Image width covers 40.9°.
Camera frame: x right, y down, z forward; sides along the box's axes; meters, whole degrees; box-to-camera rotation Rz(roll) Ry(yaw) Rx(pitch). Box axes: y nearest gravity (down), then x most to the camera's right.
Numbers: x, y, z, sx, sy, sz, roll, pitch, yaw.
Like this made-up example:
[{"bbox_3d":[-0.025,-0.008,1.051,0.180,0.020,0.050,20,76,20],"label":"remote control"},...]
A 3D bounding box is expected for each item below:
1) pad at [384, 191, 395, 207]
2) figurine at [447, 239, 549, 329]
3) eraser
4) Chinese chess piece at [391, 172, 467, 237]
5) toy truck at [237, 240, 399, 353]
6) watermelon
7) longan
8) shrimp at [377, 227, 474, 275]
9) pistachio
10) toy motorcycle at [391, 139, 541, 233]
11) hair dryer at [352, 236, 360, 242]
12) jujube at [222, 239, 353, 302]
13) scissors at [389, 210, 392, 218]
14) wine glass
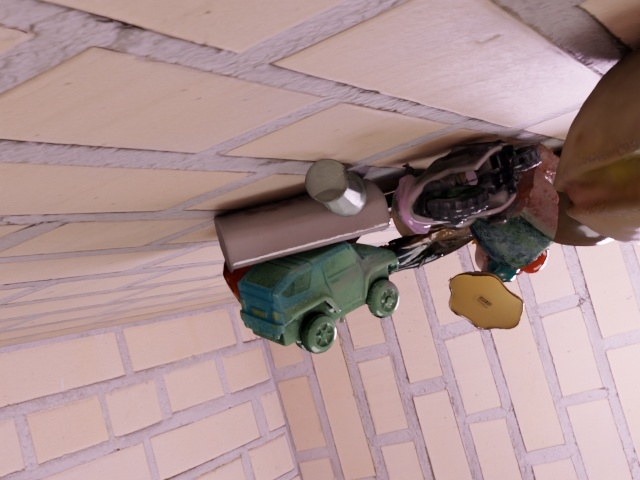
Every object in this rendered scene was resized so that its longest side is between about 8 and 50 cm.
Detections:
[{"bbox_3d":[0.152,-0.084,1.624,0.163,0.004,0.243,-19,-173,27],"label":"pad"},{"bbox_3d":[0.392,0.046,1.837,0.181,0.208,0.257,9,-138,20],"label":"figurine"},{"bbox_3d":[-0.035,-0.027,1.430,0.270,0.095,0.174,-14,-168,-9],"label":"eraser"},{"bbox_3d":[0.276,-0.075,1.843,0.249,0.103,0.250,-14,174,-2],"label":"Chinese chess piece"},{"bbox_3d":[0.002,0.082,1.480,0.279,0.156,0.155,-26,-156,-33],"label":"toy truck"},{"bbox_3d":[0.357,-0.078,1.586,0.226,0.148,0.318,-53,-174,9],"label":"watermelon"},{"bbox_3d":[0.553,-0.086,1.851,0.246,0.246,0.215,-6,129,-60],"label":"longan"},{"bbox_3d":[0.201,0.018,1.755,0.289,0.075,0.178,-14,168,11],"label":"shrimp"},{"bbox_3d":[0.467,-0.116,1.041,0.365,0.281,0.445,-22,177,21],"label":"pistachio"},{"bbox_3d":[0.239,-0.094,1.446,0.188,0.143,0.327,-10,-166,38],"label":"toy motorcycle"},{"bbox_3d":[0.000,0.000,1.882,0.304,0.120,0.359,-47,-171,11],"label":"hair dryer"},{"bbox_3d":[-0.060,0.034,1.636,0.255,0.190,0.190,-27,175,-4],"label":"jujube"},{"bbox_3d":[0.256,-0.091,2.072,0.220,0.017,0.088,-20,172,32],"label":"scissors"},{"bbox_3d":[0.025,-0.080,1.274,0.073,0.073,0.155,-17,171,9],"label":"wine glass"}]
